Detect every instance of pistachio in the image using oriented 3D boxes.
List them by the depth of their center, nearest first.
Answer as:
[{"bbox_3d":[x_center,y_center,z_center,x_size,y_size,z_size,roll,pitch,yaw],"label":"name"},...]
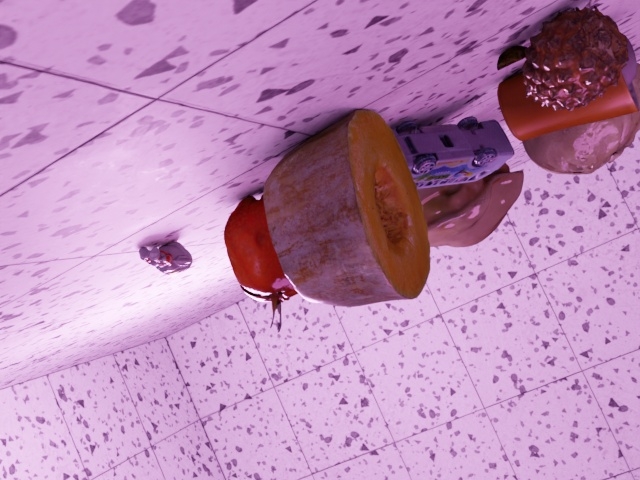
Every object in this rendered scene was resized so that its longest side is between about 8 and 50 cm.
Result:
[{"bbox_3d":[0.352,-0.116,2.006,0.365,0.282,0.445,-31,176,22],"label":"pistachio"}]

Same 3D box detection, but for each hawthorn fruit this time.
[{"bbox_3d":[-0.092,0.039,1.573,0.211,0.299,0.211,-7,171,-1],"label":"hawthorn fruit"}]

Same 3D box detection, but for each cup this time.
[{"bbox_3d":[0.503,-0.317,1.536,0.263,0.182,0.226,-20,-152,28],"label":"cup"}]

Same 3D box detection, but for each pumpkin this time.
[{"bbox_3d":[0.043,-0.046,1.328,0.199,0.333,0.332,-12,180,27],"label":"pumpkin"},{"bbox_3d":[0.335,-0.322,1.328,0.050,0.028,0.083,-20,-173,44],"label":"pumpkin"}]

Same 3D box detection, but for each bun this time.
[{"bbox_3d":[0.711,-0.313,2.005,0.362,0.235,0.326,-33,167,17],"label":"bun"}]

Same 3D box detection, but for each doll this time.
[{"bbox_3d":[-0.334,0.038,1.657,0.093,0.079,0.180,3,176,18],"label":"doll"}]

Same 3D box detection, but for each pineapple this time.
[{"bbox_3d":[0.407,-0.293,1.265,0.166,0.166,0.193,-22,174,-25],"label":"pineapple"}]

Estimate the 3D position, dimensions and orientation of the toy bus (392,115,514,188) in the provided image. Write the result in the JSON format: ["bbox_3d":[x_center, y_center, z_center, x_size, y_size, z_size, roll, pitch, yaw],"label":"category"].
[{"bbox_3d":[0.236,-0.171,1.573,0.329,0.109,0.136,-9,152,-29],"label":"toy bus"}]
